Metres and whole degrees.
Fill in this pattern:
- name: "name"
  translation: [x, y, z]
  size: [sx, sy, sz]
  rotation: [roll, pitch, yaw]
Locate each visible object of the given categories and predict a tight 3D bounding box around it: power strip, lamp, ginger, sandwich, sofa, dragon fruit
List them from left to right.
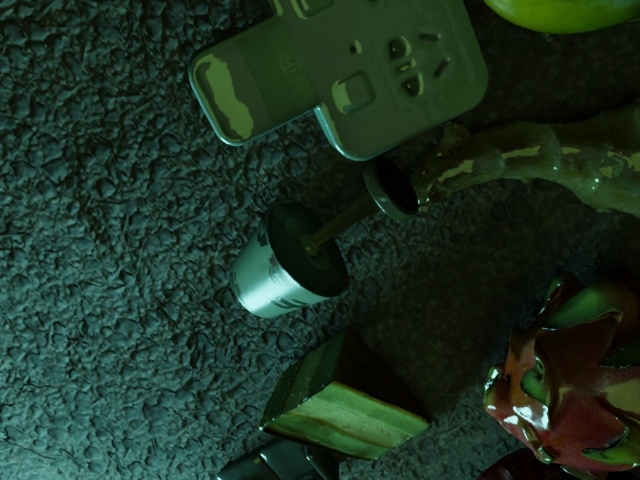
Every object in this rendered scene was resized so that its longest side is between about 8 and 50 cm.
- name: "sofa"
  translation: [-0.058, 0.310, 0.959]
  size: [0.147, 0.060, 0.085]
  rotation: [-31, 106, 16]
- name: "lamp"
  translation: [0.000, 0.000, 0.792]
  size: [0.215, 0.121, 0.121]
  rotation: [-34, 105, 29]
- name: "power strip"
  translation: [0.002, -0.194, 0.731]
  size: [0.261, 0.141, 0.229]
  rotation: [-26, 109, 0]
- name: "sandwich"
  translation: [0.038, 0.215, 0.867]
  size: [0.117, 0.144, 0.187]
  rotation: [-37, 104, 20]
- name: "ginger"
  translation: [0.239, -0.074, 0.770]
  size: [0.295, 0.086, 0.131]
  rotation: [-5, 121, 16]
- name: "dragon fruit"
  translation: [0.292, 0.142, 0.778]
  size: [0.227, 0.224, 0.224]
  rotation: [-40, 104, -1]

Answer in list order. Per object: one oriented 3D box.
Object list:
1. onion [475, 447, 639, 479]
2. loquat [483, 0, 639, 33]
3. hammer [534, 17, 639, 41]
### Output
- name: "onion"
  translation: [0.286, 0.387, 0.896]
  size: [0.273, 0.285, 0.273]
  rotation: [-4, 74, 14]
- name: "loquat"
  translation: [0.196, -0.287, 0.626]
  size: [0.246, 0.213, 0.213]
  rotation: [21, 114, 17]
- name: "hammer"
  translation: [0.302, -0.215, 0.717]
  size: [0.195, 0.060, 0.028]
  rotation: [-3, 128, 2]
